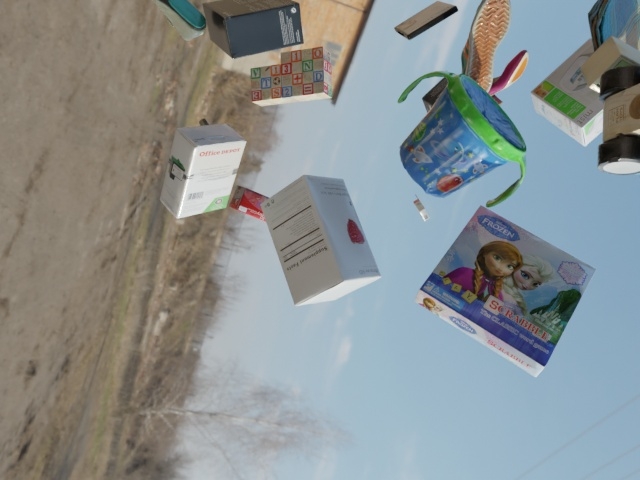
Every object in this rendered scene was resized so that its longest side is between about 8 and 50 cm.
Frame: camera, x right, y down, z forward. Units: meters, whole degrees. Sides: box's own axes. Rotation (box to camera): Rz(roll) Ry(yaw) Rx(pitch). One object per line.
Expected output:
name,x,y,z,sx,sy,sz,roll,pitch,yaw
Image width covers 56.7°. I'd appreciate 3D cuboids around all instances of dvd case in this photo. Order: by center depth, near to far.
dvd case,0.352,-0.750,2.015,0.180,0.022,0.253,-29,-156,10

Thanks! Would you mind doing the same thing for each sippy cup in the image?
sippy cup,0.312,-0.223,1.374,0.224,0.240,0.305,-40,-125,30

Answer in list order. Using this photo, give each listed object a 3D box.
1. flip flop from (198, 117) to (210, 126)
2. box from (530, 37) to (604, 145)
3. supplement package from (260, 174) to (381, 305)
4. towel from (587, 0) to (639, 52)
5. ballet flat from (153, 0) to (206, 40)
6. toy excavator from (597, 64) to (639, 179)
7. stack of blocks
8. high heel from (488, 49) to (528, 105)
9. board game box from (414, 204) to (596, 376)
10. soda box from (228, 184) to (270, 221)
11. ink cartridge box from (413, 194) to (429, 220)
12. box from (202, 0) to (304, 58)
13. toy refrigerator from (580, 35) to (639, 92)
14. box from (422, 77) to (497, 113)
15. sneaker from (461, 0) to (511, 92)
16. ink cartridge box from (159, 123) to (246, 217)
flip flop,-0.413,-0.355,2.186,0.080,0.112,0.277,-41,171,-9
box,0.868,-0.479,1.927,0.262,0.127,0.231,-42,-126,6
supplement package,0.000,0.000,1.553,0.175,0.177,0.293,-30,-107,34
towel,0.783,-0.496,1.534,0.040,0.370,0.271,13,-123,43
ballet flat,-0.392,-0.607,1.483,0.086,0.248,0.086,-37,-163,13
toy excavator,0.820,-0.232,1.360,0.433,0.445,0.222,159,-60,-67
stack of blocks,-0.111,-0.610,2.221,0.087,0.297,0.171,-2,90,-69
high heel,0.535,-0.502,1.804,0.082,0.117,0.244,-35,162,-25
board game box,0.441,0.106,1.411,0.318,0.319,0.066,-49,161,-30
soda box,-0.175,-0.102,2.045,0.092,0.263,0.083,21,-91,62
ink cartridge box,0.422,-0.140,2.521,0.029,0.063,0.115,-30,-141,6
box,-0.173,-0.543,1.481,0.261,0.184,0.103,-127,-153,-55
toy refrigerator,0.771,-0.372,1.422,0.102,0.269,0.094,-52,-155,43
box,0.413,-0.356,1.713,0.108,0.153,0.207,-43,-129,-4
sneaker,0.467,-0.577,1.733,0.121,0.108,0.302,-96,-168,-57
ink cartridge box,-0.298,-0.178,1.500,0.092,0.160,0.219,44,-52,27
